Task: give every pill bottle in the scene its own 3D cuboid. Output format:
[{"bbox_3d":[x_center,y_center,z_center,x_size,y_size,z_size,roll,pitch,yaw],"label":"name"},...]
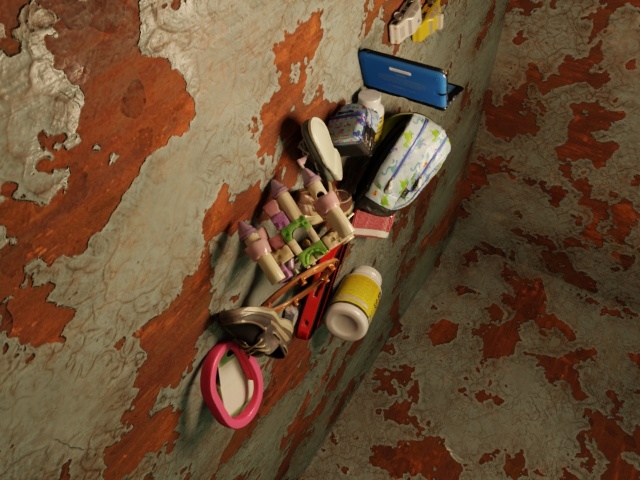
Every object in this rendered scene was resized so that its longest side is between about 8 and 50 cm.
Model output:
[{"bbox_3d":[0.153,0.257,2.404,0.334,0.188,0.188,-57,160,-51],"label":"pill bottle"},{"bbox_3d":[0.159,-0.406,1.879,0.103,0.103,0.184,-50,154,-35],"label":"pill bottle"}]

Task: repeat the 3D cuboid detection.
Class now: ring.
[{"bbox_3d":[-0.072,0.168,1.816,0.336,0.032,0.336,-33,167,-9],"label":"ring"}]

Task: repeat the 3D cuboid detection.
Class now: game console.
[{"bbox_3d":[0.012,0.168,2.152,0.342,0.060,0.386,-48,157,-71],"label":"game console"},{"bbox_3d":[0.300,-0.544,1.804,0.173,0.293,0.250,-61,158,-17],"label":"game console"}]

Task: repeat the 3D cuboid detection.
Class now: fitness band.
[{"bbox_3d":[-0.265,0.439,1.711,0.209,0.054,0.291,-56,137,-43],"label":"fitness band"}]

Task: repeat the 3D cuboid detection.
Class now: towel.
[{"bbox_3d":[0.243,-0.165,2.301,0.237,0.037,0.329,5,108,-43],"label":"towel"}]

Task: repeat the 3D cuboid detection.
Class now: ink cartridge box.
[{"bbox_3d":[-0.282,0.423,1.786,0.171,0.056,0.235,-29,116,-57],"label":"ink cartridge box"}]

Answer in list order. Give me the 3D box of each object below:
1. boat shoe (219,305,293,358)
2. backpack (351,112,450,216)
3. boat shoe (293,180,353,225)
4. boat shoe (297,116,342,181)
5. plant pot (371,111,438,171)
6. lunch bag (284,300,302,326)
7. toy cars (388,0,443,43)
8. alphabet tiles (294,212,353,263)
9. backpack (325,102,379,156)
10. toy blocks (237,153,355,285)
[{"bbox_3d":[-0.177,0.285,1.686,0.355,0.132,0.130,35,45,-58],"label":"boat shoe"},{"bbox_3d":[0.285,-0.266,1.952,0.290,0.273,0.355,-52,160,-69],"label":"backpack"},{"bbox_3d":[0.013,-0.139,1.802,0.342,0.123,0.123,-18,130,-54],"label":"boat shoe"},{"bbox_3d":[-0.014,-0.251,1.629,0.319,0.099,0.116,46,41,-68],"label":"boat shoe"},{"bbox_3d":[0.352,-0.386,2.191,0.293,0.275,0.274,-58,164,-64],"label":"plant pot"},{"bbox_3d":[-0.097,0.268,2.055,0.083,0.053,0.071,-49,156,-57],"label":"lunch bag"},{"bbox_3d":[0.357,-0.778,1.972,0.394,0.087,0.176,-33,141,-54],"label":"toy cars"},{"bbox_3d":[0.000,0.000,1.901,0.237,0.009,0.198,-42,-176,-17],"label":"alphabet tiles"},{"bbox_3d":[0.097,-0.352,1.734,0.117,0.158,0.173,39,61,-49],"label":"backpack"},{"bbox_3d":[-0.081,-0.053,1.577,0.288,0.260,0.309,-34,175,3],"label":"toy blocks"}]
